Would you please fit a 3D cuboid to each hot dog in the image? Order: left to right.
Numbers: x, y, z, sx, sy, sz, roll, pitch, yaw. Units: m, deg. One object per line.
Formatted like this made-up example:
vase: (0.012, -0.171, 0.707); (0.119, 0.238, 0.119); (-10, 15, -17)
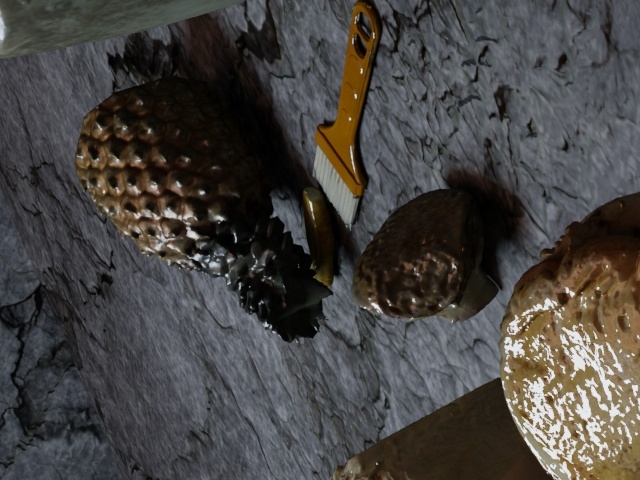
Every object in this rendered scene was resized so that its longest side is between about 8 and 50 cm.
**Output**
hot dog: (0.001, 0.000, 1.857); (0.044, 0.028, 0.137); (-113, 13, -51)

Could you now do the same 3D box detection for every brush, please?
brush: (0.029, -0.129, 1.672); (0.090, 0.017, 0.314); (54, 155, 25)

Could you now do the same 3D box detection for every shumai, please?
shumai: (0.110, 0.028, 1.536); (0.116, 0.145, 0.145); (48, 167, -27)

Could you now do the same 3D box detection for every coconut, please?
coconut: (0.162, 0.296, 1.464); (0.309, 0.297, 0.297); (62, 159, 12)

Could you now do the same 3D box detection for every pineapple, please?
pineapple: (-0.125, -0.024, 1.893); (0.362, 0.202, 0.202); (52, 155, 26)

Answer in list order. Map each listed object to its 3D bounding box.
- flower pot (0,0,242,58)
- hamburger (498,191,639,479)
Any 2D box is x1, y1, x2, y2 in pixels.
flower pot: (-0.202, -0.321, 1.571); (0.293, 0.330, 0.293); (49, 156, 32)
hamburger: (0.252, 0.105, 1.242); (0.243, 0.146, 0.286); (27, 131, 48)
